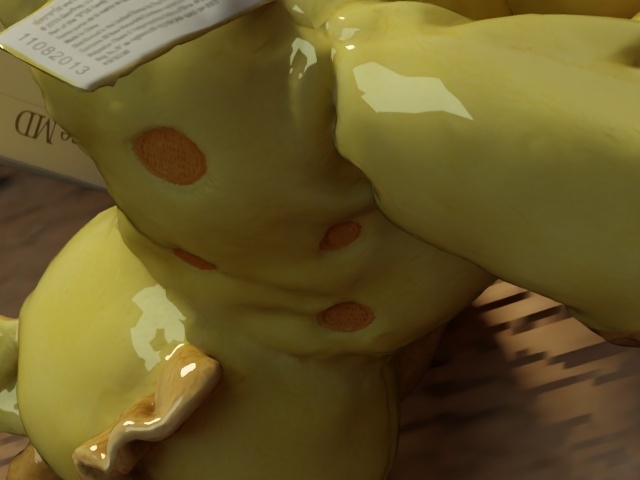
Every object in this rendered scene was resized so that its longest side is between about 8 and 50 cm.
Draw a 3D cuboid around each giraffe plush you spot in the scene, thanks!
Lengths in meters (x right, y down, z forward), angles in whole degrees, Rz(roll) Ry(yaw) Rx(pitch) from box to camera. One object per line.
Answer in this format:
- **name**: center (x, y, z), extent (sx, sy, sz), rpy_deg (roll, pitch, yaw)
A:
- **giraffe plush**: center (0.000, 0.000, 0.421), extent (0.181, 0.210, 0.170), rpy_deg (46, 135, 29)

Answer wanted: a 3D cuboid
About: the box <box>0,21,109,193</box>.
- **box**: center (-0.102, -0.070, 0.526), extent (0.102, 0.101, 0.087), rpy_deg (17, 90, 35)
